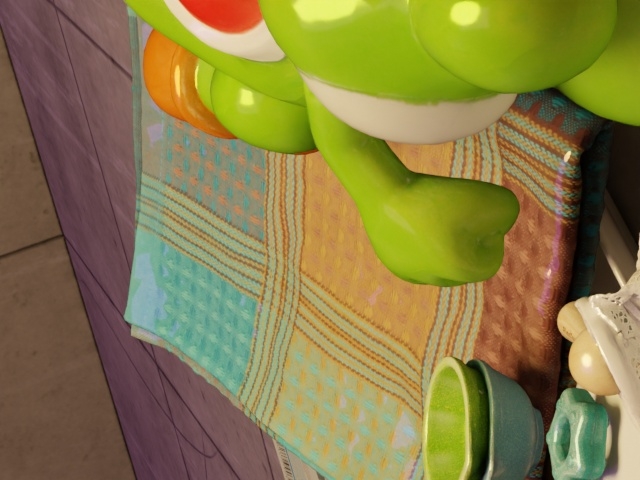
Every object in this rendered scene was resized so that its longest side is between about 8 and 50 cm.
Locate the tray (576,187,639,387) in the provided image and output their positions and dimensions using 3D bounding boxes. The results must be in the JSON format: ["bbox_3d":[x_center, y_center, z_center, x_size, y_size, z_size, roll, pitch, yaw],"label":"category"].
[{"bbox_3d":[0.129,0.029,0.840,0.145,0.030,0.270,107,140,-65],"label":"tray"}]

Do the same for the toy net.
[{"bbox_3d":[0.094,0.074,0.690,0.232,0.045,0.122,118,155,-60],"label":"toy net"}]

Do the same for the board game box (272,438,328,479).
[{"bbox_3d":[0.028,0.067,1.119,0.303,0.097,0.224,-178,69,-74],"label":"board game box"}]

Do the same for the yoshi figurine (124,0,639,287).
[{"bbox_3d":[0.055,-0.098,0.670,0.203,0.203,0.362,53,170,-16],"label":"yoshi figurine"}]

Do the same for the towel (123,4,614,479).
[{"bbox_3d":[0.000,0.000,0.920,0.370,0.040,0.271,33,127,47],"label":"towel"}]

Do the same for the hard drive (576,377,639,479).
[{"bbox_3d":[0.169,0.106,0.555,0.353,0.047,0.233,125,148,-67],"label":"hard drive"}]
